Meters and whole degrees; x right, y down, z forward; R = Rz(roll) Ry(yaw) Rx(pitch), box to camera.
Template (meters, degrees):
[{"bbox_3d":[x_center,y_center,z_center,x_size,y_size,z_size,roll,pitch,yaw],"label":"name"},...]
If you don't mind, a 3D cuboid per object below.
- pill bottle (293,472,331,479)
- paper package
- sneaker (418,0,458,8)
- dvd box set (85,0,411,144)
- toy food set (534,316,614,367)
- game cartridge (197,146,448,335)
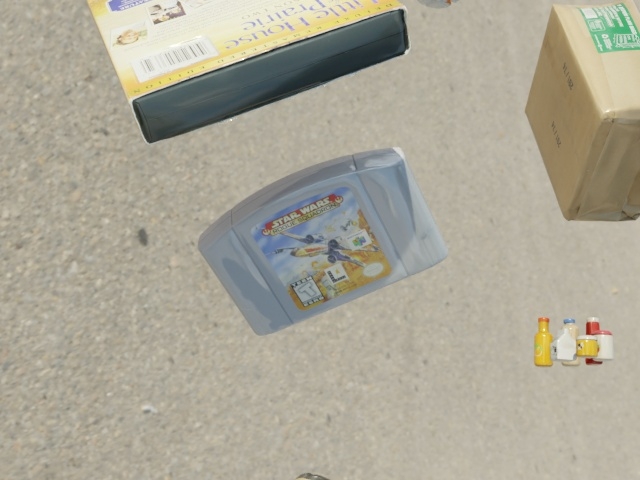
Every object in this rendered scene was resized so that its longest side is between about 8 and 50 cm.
[{"bbox_3d":[-0.053,0.397,1.022,0.219,0.123,0.123,-36,101,-38],"label":"pill bottle"},{"bbox_3d":[0.543,-0.254,1.637,0.309,0.168,0.325,91,-6,-52],"label":"paper package"},{"bbox_3d":[0.176,-0.382,1.012,0.084,0.215,0.083,15,53,-25],"label":"sneaker"},{"bbox_3d":[-0.115,-0.279,1.020,0.420,0.307,0.062,-124,-164,-51],"label":"dvd box set"},{"bbox_3d":[0.515,0.195,1.696,0.232,0.111,0.104,110,-17,-75],"label":"toy food set"},{"bbox_3d":[0.000,0.000,1.114,0.062,0.297,0.198,-101,164,-52],"label":"game cartridge"}]
